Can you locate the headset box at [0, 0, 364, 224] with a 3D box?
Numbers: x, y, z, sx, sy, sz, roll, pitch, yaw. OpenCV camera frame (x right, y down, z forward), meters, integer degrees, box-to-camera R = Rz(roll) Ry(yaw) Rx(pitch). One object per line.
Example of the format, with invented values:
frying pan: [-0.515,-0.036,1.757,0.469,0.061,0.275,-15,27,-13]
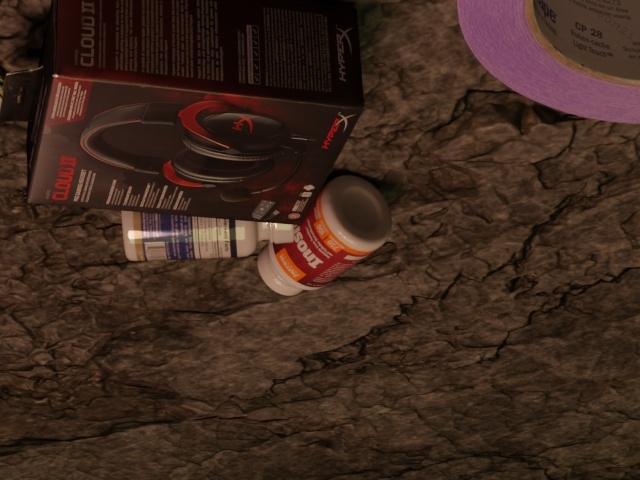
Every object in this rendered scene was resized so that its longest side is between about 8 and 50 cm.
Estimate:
headset box: [-0.132,-0.119,1.356,0.293,0.110,0.218,5,151,-15]

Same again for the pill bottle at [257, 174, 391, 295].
pill bottle: [0.000,0.000,1.616,0.086,0.086,0.152,15,146,-30]

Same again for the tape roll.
tape roll: [0.221,-0.184,0.951,0.275,0.090,0.275,2,151,1]

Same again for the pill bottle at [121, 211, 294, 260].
pill bottle: [-0.112,-0.029,1.542,0.169,0.094,0.094,-2,152,-3]

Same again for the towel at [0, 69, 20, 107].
towel: [-0.343,-0.147,1.367,0.110,0.027,0.148,-10,151,13]
